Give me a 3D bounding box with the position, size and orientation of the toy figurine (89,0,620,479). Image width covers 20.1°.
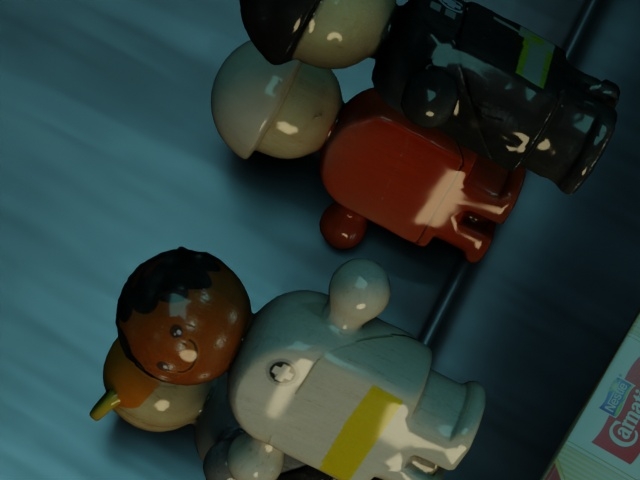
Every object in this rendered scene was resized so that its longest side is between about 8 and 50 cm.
[{"bbox_3d":[0.000,0.000,0.721,0.148,0.213,0.210,27,77,-4],"label":"toy figurine"}]

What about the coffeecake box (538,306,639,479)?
[{"bbox_3d":[0.185,0.120,0.742,0.185,0.068,0.142,30,60,9],"label":"coffeecake box"}]
